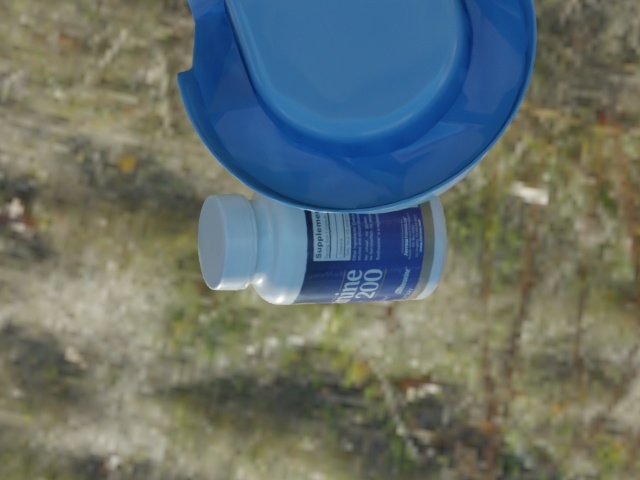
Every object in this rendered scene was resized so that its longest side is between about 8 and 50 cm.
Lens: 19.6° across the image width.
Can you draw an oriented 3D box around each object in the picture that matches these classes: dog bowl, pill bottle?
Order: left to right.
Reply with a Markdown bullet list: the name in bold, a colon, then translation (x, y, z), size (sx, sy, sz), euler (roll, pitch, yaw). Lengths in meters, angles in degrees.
- **dog bowl**: translation (0.000, -0.146, 0.888), size (0.166, 0.297, 0.074), euler (-20, 164, 5)
- **pill bottle**: translation (0.000, 0.000, 0.972), size (0.120, 0.067, 0.067), euler (-1, 159, -21)
